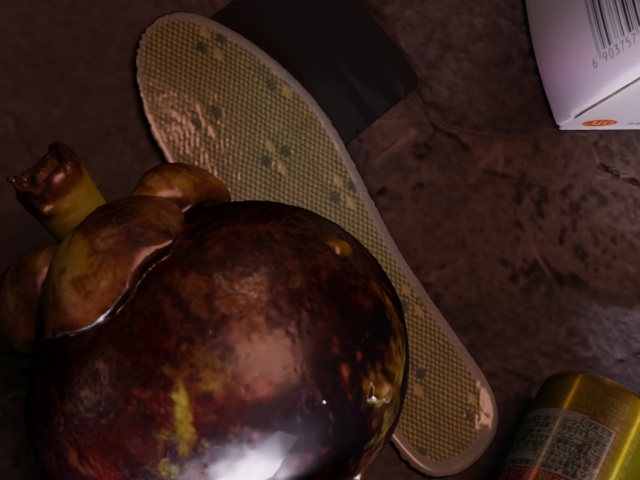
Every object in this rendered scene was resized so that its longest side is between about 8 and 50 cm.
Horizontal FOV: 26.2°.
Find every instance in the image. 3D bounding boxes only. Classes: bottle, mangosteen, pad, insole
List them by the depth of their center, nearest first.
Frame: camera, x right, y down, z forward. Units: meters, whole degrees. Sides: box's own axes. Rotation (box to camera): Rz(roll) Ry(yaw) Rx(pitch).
[{"bbox_3d":[-0.066,0.043,0.660,0.192,0.192,0.217,-32,86,-30],"label":"mangosteen"},{"bbox_3d":[0.103,0.208,0.753,0.082,0.082,0.286,38,62,-11],"label":"bottle"},{"bbox_3d":[0.000,0.000,0.807,0.109,0.007,0.322,-36,92,-29],"label":"insole"},{"bbox_3d":[-0.021,-0.100,0.831,0.157,0.003,0.112,-40,94,-29],"label":"pad"}]

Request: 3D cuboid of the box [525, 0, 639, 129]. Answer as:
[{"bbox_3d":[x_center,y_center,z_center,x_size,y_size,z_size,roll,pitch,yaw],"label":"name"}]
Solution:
[{"bbox_3d":[0.322,-0.167,0.919,0.333,0.173,0.145,-3,78,-26],"label":"box"}]
